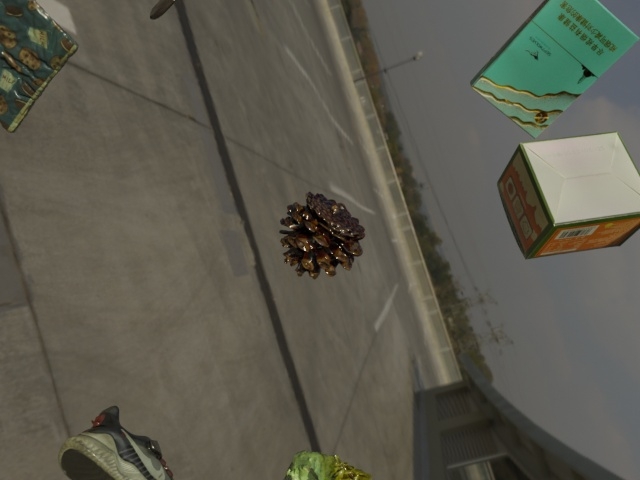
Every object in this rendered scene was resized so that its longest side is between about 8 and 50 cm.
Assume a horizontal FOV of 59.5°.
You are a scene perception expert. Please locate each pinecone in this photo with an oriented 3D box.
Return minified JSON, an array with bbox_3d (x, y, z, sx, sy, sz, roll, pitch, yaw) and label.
[{"bbox_3d":[-0.001,-0.002,0.862,0.140,0.121,0.140,33,25,-18],"label":"pinecone"}]

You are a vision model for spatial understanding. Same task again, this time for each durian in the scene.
[{"bbox_3d":[-0.018,0.498,0.948,0.198,0.394,0.163,34,44,3],"label":"durian"}]

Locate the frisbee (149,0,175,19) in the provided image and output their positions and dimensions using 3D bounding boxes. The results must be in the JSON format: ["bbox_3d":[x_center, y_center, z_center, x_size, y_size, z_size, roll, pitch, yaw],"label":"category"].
[{"bbox_3d":[-0.151,-0.344,0.660,0.012,0.211,0.187,40,-6,-40],"label":"frisbee"}]

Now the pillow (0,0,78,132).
[{"bbox_3d":[-0.553,-0.326,0.969,0.189,0.256,0.034,45,32,-16],"label":"pillow"}]

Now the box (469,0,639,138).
[{"bbox_3d":[0.400,-0.312,0.977,0.162,0.229,0.041,34,32,-12],"label":"box"}]

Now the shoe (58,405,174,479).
[{"bbox_3d":[-0.278,0.344,0.848,0.227,0.099,0.112,45,29,-19],"label":"shoe"}]

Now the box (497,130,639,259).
[{"bbox_3d":[0.460,-0.079,1.031,0.148,0.195,0.177,93,-13,-62],"label":"box"}]
